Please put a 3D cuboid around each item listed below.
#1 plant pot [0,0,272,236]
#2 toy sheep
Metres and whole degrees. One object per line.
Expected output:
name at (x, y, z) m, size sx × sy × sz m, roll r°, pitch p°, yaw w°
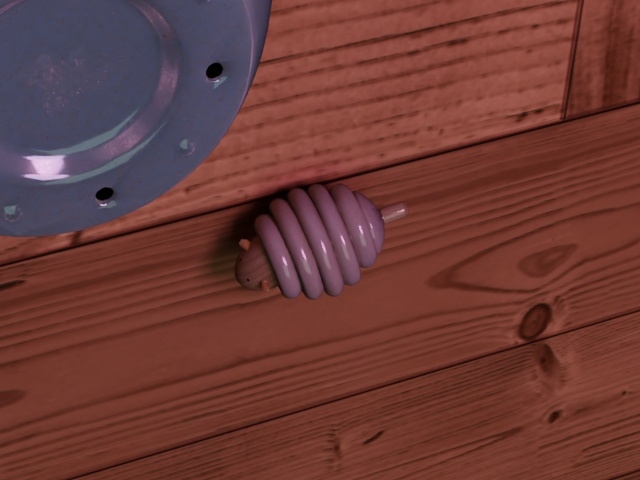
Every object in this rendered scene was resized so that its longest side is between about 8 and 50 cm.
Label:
plant pot at (-0.155, -0.143, 0.794) m, size 0.293 × 0.235 × 0.293 m, roll -16°, pitch 137°, yaw -16°
toy sheep at (0.000, 0.000, 1.134) m, size 0.132 × 0.091 × 0.091 m, roll -26°, pitch 138°, yaw -4°
